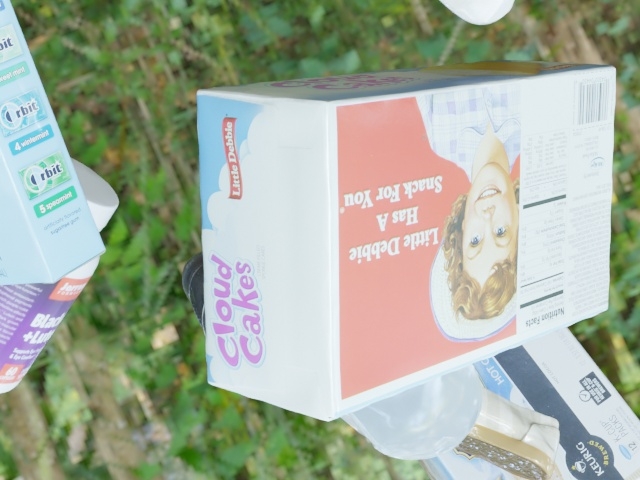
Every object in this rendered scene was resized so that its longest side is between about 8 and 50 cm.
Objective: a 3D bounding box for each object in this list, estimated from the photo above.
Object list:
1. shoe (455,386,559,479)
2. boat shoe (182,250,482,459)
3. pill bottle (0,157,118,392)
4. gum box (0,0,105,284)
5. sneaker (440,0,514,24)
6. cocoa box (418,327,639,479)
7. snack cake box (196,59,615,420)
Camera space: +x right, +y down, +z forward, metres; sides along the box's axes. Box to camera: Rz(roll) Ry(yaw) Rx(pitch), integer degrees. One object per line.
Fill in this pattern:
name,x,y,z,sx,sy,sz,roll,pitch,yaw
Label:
shoe,0.122,0.157,1.264,0.076,0.219,0.058,111,3,-68
boat shoe,0.011,0.091,1.116,0.306,0.105,0.113,23,100,-38
pill bottle,-0.253,0.024,1.134,0.193,0.108,0.108,-54,169,15
gum box,-0.201,-0.066,0.676,0.157,0.184,0.041,-5,-159,42
sneaker,0.104,-0.288,1.177,0.080,0.212,0.094,-32,-171,20
cocoa box,0.223,0.215,1.698,0.228,0.347,0.231,-34,165,-7
snack cake box,0.058,-0.014,0.734,0.089,0.152,0.264,10,-165,40
